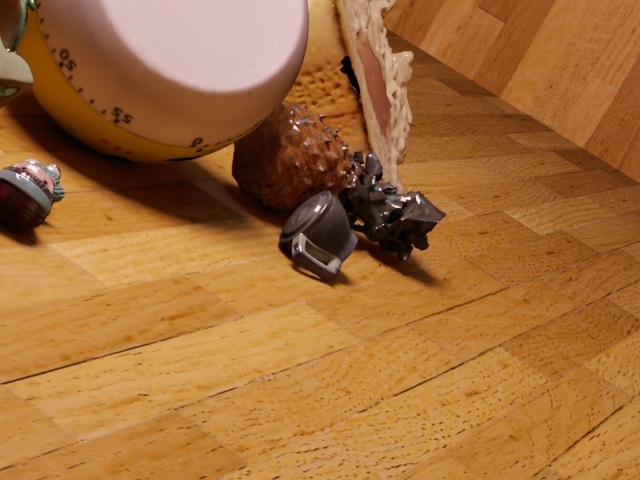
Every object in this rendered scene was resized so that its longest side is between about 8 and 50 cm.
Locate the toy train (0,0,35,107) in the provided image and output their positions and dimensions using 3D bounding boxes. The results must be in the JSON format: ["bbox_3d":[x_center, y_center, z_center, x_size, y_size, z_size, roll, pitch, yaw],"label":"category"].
[{"bbox_3d":[-0.334,-0.225,1.355,0.129,0.159,0.326,5,60,-61],"label":"toy train"}]

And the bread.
[{"bbox_3d":[0.043,-0.147,1.943,0.211,0.224,0.183,39,21,7],"label":"bread"}]

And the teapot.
[{"bbox_3d":[0.000,0.000,1.644,0.057,0.066,0.088,43,33,-16],"label":"teapot"}]

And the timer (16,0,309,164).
[{"bbox_3d":[-0.168,-0.186,1.652,0.285,0.285,0.285,28,14,-7],"label":"timer"}]

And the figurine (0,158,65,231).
[{"bbox_3d":[-0.224,-0.040,1.347,0.060,0.047,0.106,37,11,-6],"label":"figurine"}]

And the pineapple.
[{"bbox_3d":[0.024,-0.050,1.779,0.237,0.111,0.119,26,43,-36],"label":"pineapple"}]
